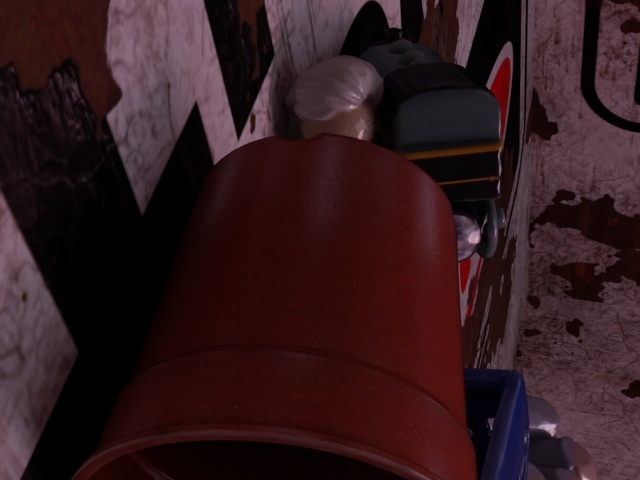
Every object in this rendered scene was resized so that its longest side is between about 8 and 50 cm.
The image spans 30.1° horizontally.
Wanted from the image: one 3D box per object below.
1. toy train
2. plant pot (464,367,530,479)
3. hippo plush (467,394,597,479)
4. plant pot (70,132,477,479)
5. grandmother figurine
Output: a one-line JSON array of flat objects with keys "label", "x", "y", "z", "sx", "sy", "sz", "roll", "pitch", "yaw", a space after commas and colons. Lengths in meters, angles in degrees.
[{"label": "toy train", "x": 0.100, "y": -0.100, "z": 1.212, "sx": 0.334, "sy": 0.142, "sz": 0.190, "roll": -107, "pitch": -166, "yaw": -67}, {"label": "plant pot", "x": 0.087, "y": 0.275, "z": 1.152, "sx": 0.236, "sy": 0.236, "sz": 0.212, "roll": -60, "pitch": 138, "yaw": -50}, {"label": "hippo plush", "x": 0.154, "y": 0.303, "z": 1.387, "sx": 0.236, "sy": 0.294, "sz": 0.234, "roll": -59, "pitch": -156, "yaw": 22}, {"label": "plant pot", "x": -0.010, "y": 0.086, "z": 0.832, "sx": 0.272, "sy": 0.272, "sz": 0.265, "roll": 79, "pitch": 16, "yaw": -51}, {"label": "grandmother figurine", "x": 0.000, "y": 0.000, "z": 1.104, "sx": 0.208, "sy": 0.104, "sz": 0.342, "roll": -56, "pitch": 154, "yaw": -81}]
